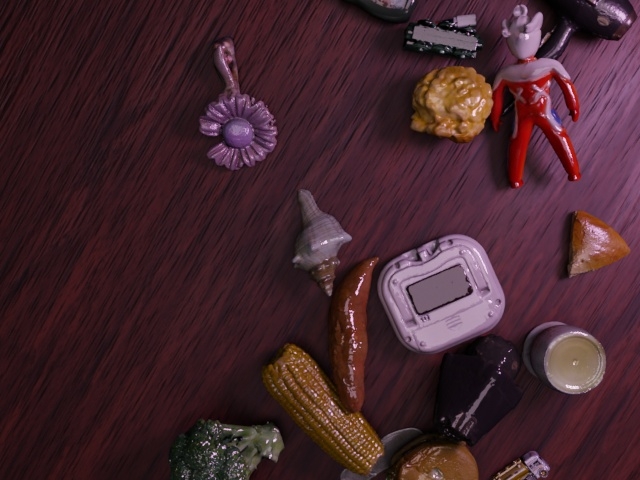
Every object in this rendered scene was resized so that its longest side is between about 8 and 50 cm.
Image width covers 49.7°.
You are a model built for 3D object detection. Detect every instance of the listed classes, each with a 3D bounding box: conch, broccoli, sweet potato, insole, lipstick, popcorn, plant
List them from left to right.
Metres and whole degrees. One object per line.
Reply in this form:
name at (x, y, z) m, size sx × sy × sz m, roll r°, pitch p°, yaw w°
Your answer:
broccoli at (-0.209, 0.510, 1.564) m, size 0.270 × 0.270 × 0.269 m, roll -27°, pitch 93°, yaw -28°
conch at (0.007, 0.006, 1.553) m, size 0.137 × 0.114 × 0.233 m, roll 7°, pitch 89°, yaw -11°
sweet potato at (0.063, 0.206, 1.561) m, size 0.106 × 0.095 × 0.354 m, roll 4°, pitch 80°, yaw 17°
insole at (0.145, 0.514, 1.638) m, size 0.232 × 0.003 × 0.080 m, roll -34°, pitch 92°, yaw 5°
popcorn at (0.279, -0.292, 1.489) m, size 0.180 × 0.180 × 0.170 m, roll 25°, pitch 135°, yaw 1°
lipstick at (0.291, -0.483, 1.536) m, size 0.107 × 0.025 × 0.025 m, roll -3°, pitch 93°, yaw 9°
plant at (0.343, 0.318, 1.513) m, size 0.256 × 0.164 × 0.141 m, roll -54°, pitch 125°, yaw -27°

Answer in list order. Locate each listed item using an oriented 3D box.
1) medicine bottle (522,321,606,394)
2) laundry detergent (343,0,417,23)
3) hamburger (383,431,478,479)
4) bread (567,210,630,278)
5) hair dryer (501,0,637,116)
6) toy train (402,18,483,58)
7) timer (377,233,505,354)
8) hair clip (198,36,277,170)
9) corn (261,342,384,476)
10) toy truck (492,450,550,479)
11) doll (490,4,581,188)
medicine bottle at (0.535, 0.256, 1.525) m, size 0.147 × 0.143 × 0.147 m, roll 0°, pitch 92°, yaw -1°
laundry detergent at (0.112, -0.572, 1.515) m, size 0.222 × 0.078 × 0.144 m, roll 23°, pitch 94°, yaw 3°
hamburger at (0.261, 0.530, 1.576) m, size 0.215 × 0.122 × 0.189 m, roll -40°, pitch 99°, yaw 2°
bread at (0.626, 0.017, 1.547) m, size 0.136 × 0.054 × 0.154 m, roll 7°, pitch 98°, yaw 0°
hair dryer at (0.468, -0.438, 1.506) m, size 0.304 × 0.120 × 0.359 m, roll 35°, pitch 105°, yaw 8°
toy train at (0.264, -0.434, 1.502) m, size 0.171 × 0.111 × 0.071 m, roll 10°, pitch 96°, yaw -1°
timer at (0.269, 0.122, 1.556) m, size 0.262 × 0.087 × 0.237 m, roll -24°, pitch 93°, yaw 5°
hair clip at (-0.198, -0.312, 1.555) m, size 0.173 × 0.069 × 0.300 m, roll -12°, pitch 94°, yaw 4°
corn at (0.009, 0.389, 1.575) m, size 0.131 × 0.131 × 0.344 m, roll -43°, pitch 93°, yaw 6°
toy truck at (0.464, 0.539, 1.598) m, size 0.123 × 0.052 × 0.062 m, roll -39°, pitch 86°, yaw 7°
doll at (0.447, -0.302, 1.467) m, size 0.188 × 0.099 × 0.383 m, roll -3°, pitch 110°, yaw 30°
